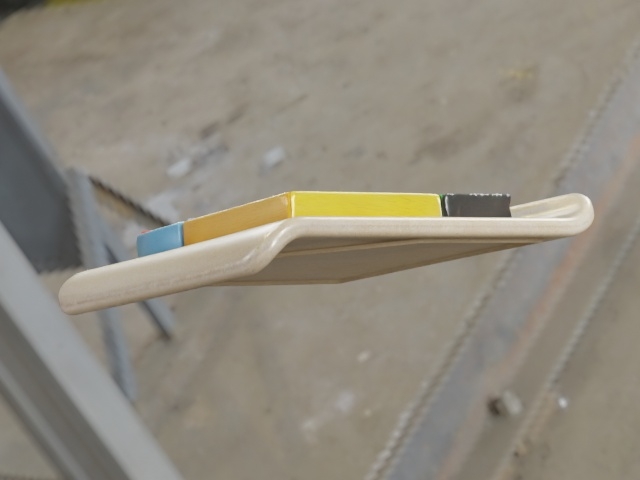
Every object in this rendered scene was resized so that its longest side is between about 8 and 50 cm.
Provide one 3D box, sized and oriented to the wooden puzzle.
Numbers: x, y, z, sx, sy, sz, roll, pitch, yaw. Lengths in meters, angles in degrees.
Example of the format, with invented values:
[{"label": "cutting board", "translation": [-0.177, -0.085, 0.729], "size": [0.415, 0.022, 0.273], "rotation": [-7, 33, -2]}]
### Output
[{"label": "wooden puzzle", "translation": [0.000, 0.000, 1.021], "size": [0.238, 0.044, 0.221], "rotation": [-6, -4, -37]}]
